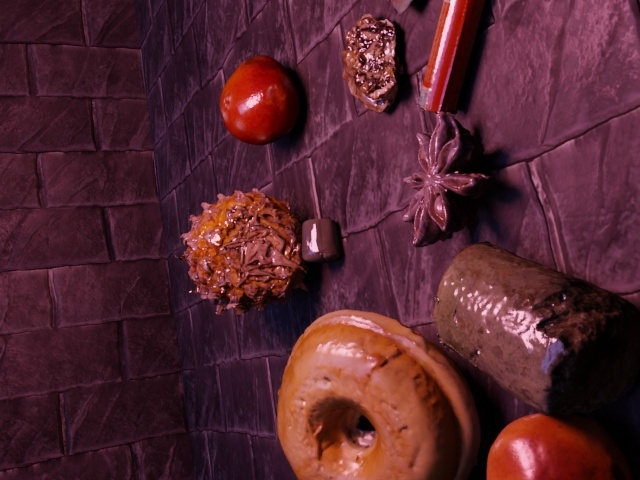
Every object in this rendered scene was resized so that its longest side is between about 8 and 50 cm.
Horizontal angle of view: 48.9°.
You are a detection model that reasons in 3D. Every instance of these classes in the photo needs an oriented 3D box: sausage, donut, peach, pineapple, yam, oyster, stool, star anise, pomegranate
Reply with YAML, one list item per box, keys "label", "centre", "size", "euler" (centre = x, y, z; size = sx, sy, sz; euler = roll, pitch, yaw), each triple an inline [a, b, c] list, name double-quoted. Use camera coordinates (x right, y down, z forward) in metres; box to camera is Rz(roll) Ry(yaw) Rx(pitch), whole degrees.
- label: "sausage"
  centre: [0.235, -0.353, 1.224]
  size: [0.083, 0.083, 0.263]
  euler: [47, 132, 50]
- label: "donut"
  centre: [0.102, 0.343, 1.343]
  size: [0.449, 0.198, 0.448]
  euler: [12, 111, 33]
- label: "peach"
  centre: [-0.152, -0.364, 1.832]
  size: [0.243, 0.200, 0.243]
  euler: [-27, 58, 55]
- label: "pineapple"
  centre: [-0.189, 0.036, 1.828]
  size: [0.300, 0.353, 0.352]
  euler: [-174, 80, -71]
- label: "yam"
  centre: [0.308, 0.130, 1.038]
  size: [0.300, 0.195, 0.195]
  euler: [30, 121, 59]
- label: "oyster"
  centre: [0.096, -0.364, 1.490]
  size: [0.223, 0.083, 0.214]
  euler: [142, 122, -65]
- label: "stool"
  centre: [0.000, 0.000, 1.710]
  size: [0.096, 0.096, 0.110]
  euler: [-21, 72, 62]
- label: "star anise"
  centre: [0.229, -0.098, 1.245]
  size: [0.236, 0.109, 0.223]
  euler: [-107, 33, -58]
- label: "pomegranate"
  centre: [0.335, 0.346, 0.996]
  size: [0.209, 0.209, 0.209]
  euler: [16, 108, 61]

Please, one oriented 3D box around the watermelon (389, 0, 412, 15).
- label: "watermelon"
  centre: [0.109, -0.572, 1.298]
  size: [0.212, 0.201, 0.261]
  euler: [-111, 27, -44]
